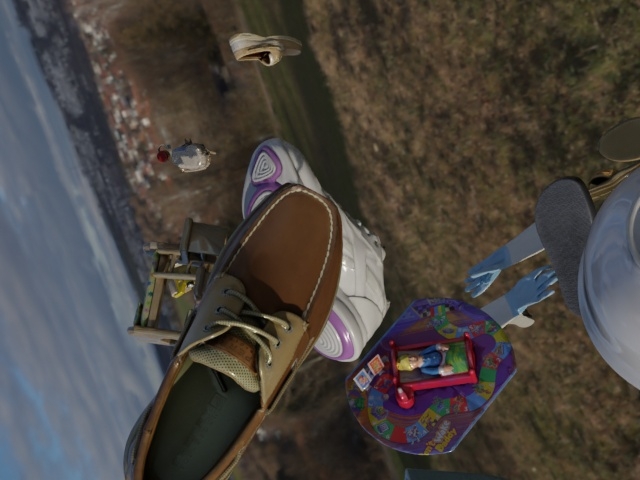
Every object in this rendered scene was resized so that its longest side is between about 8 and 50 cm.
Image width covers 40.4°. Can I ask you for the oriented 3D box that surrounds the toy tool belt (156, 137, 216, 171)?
[{"bbox_3d":[-0.215,-0.137,1.397,0.051,0.083,0.052,-45,-44,-66],"label":"toy tool belt"}]

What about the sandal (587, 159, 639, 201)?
[{"bbox_3d":[0.612,-0.131,1.849,0.049,0.180,0.072,60,-179,20],"label":"sandal"}]

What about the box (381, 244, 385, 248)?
[{"bbox_3d":[0.078,0.066,1.736,0.027,0.137,0.094,24,-175,25],"label":"box"}]

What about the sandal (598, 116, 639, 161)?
[{"bbox_3d":[0.679,-0.214,1.719,0.240,0.079,0.088,-27,64,36],"label":"sandal"}]

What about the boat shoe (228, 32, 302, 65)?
[{"bbox_3d":[-0.111,-0.394,1.819,0.063,0.170,0.059,-25,72,56],"label":"boat shoe"}]

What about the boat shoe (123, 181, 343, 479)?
[{"bbox_3d":[-0.070,0.102,0.771,0.123,0.323,0.120,25,174,-3],"label":"boat shoe"}]

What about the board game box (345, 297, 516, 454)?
[{"bbox_3d":[0.104,0.122,0.839,0.133,0.168,0.033,33,162,34],"label":"board game box"}]

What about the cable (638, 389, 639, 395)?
[{"bbox_3d":[0.388,0.138,0.993,0.150,0.047,0.184,56,-153,-6],"label":"cable"}]

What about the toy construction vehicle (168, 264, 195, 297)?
[{"bbox_3d":[-0.174,0.037,1.245,0.035,0.098,0.085,43,-163,-56],"label":"toy construction vehicle"}]

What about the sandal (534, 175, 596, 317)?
[{"bbox_3d":[0.408,0.007,1.397,0.097,0.054,0.254,5,124,39],"label":"sandal"}]

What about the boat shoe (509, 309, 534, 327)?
[{"bbox_3d":[0.462,0.172,2.056,0.125,0.046,0.038,19,-143,-43],"label":"boat shoe"}]

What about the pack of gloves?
[{"bbox_3d":[0.410,0.084,1.928,0.046,0.232,0.195,29,-146,-33],"label":"pack of gloves"}]

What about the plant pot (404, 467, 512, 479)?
[{"bbox_3d":[0.269,0.502,1.304,0.247,0.253,0.247,-110,19,-75],"label":"plant pot"}]

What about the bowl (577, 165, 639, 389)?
[{"bbox_3d":[0.390,0.011,0.862,0.134,0.298,0.297,41,-165,-51],"label":"bowl"}]

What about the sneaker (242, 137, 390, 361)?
[{"bbox_3d":[0.000,0.000,1.126,0.114,0.152,0.305,-3,117,43],"label":"sneaker"}]

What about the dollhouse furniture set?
[{"bbox_3d":[-0.167,0.083,0.965,0.161,0.101,0.181,108,169,-71],"label":"dollhouse furniture set"}]
